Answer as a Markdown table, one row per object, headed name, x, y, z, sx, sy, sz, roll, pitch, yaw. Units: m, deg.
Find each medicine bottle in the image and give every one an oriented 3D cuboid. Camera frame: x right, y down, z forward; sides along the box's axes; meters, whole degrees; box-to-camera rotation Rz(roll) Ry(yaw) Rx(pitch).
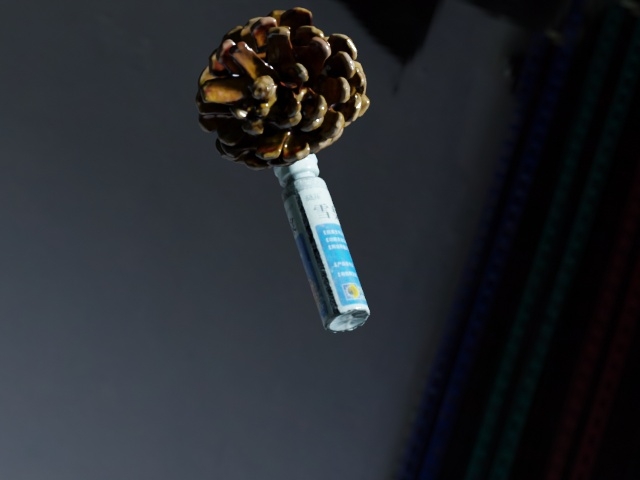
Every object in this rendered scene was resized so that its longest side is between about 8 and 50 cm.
| name | x | y | z | sx | sy | sz | roll | pitch | yaw |
| --- | --- | --- | --- | --- | --- | --- | --- | --- | --- |
| medicine bottle | 0.000 | 0.000 | 1.838 | 0.051 | 0.191 | 0.051 | -15 | -24 | -7 |

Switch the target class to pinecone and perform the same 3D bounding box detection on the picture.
| name | x | y | z | sx | sy | sz | roll | pitch | yaw |
| --- | --- | --- | --- | --- | --- | --- | --- | --- | --- |
| pinecone | -0.042 | -0.151 | 1.805 | 0.150 | 0.179 | 0.195 | 58 | 10 | -11 |
